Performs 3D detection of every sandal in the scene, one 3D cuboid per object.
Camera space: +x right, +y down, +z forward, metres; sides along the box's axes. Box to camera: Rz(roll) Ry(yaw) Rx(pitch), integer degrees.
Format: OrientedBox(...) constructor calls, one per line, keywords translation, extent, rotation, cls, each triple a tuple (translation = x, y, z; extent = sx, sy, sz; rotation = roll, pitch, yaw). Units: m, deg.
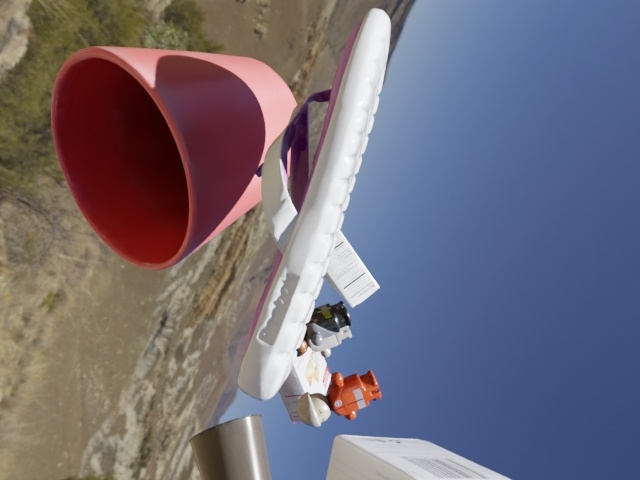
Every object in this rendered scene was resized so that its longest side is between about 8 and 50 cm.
OrientedBox(translation=(-0.023, -0.050, 0.547), extent=(0.169, 0.102, 0.415), rotation=(82, 26, -82), cls="sandal")

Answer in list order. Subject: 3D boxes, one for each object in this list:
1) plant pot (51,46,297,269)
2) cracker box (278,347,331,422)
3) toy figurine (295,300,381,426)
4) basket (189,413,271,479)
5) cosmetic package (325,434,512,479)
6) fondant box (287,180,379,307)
OrientedBox(translation=(-0.172, -0.130, 0.733), extent=(0.243, 0.275, 0.274), rotation=(-33, 161, -46), cls="plant pot")
OrientedBox(translation=(-0.052, 0.279, 1.259), extent=(0.155, 0.067, 0.232), rotation=(-65, 140, -59), cls="cracker box")
OrientedBox(translation=(0.006, 0.232, 1.008), extent=(0.148, 0.209, 0.213), rotation=(-21, 164, -4), cls="toy figurine")
OrientedBox(translation=(-0.186, 0.530, 1.219), extent=(0.204, 0.154, 0.226), rotation=(-37, -119, 37), cls="basket")
OrientedBox(translation=(0.097, 0.332, 0.609), extent=(0.152, 0.152, 0.183), rotation=(2, -103, 57), cls="cosmetic package")
OrientedBox(translation=(0.000, 0.000, 1.467), extent=(0.096, 0.330, 0.238), rotation=(-36, -164, -5), cls="fondant box")
